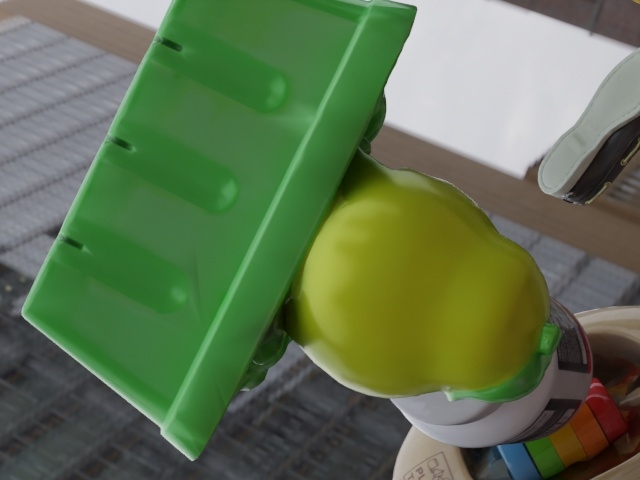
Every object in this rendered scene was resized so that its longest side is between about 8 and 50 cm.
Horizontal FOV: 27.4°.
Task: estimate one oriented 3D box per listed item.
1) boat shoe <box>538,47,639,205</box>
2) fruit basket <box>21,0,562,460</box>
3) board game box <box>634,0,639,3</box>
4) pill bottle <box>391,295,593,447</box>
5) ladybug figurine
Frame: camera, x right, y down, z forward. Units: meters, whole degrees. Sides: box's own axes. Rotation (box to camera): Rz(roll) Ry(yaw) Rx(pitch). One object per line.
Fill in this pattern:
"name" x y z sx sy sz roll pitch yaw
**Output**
"boat shoe" 0.348 -0.134 1.526 0.068 0.081 0.228 22 -59 -31
"fruit basket" 0.000 0.000 1.018 0.283 0.392 0.392 -153 87 -83
"board game box" 0.421 -0.319 1.458 0.026 0.103 0.154 -34 -32 -56
"pill bottle" 0.170 0.125 1.361 0.176 0.176 0.318 -67 -23 2
"ladybug figurine" 0.297 0.255 1.572 0.449 0.305 0.162 -26 -44 7
